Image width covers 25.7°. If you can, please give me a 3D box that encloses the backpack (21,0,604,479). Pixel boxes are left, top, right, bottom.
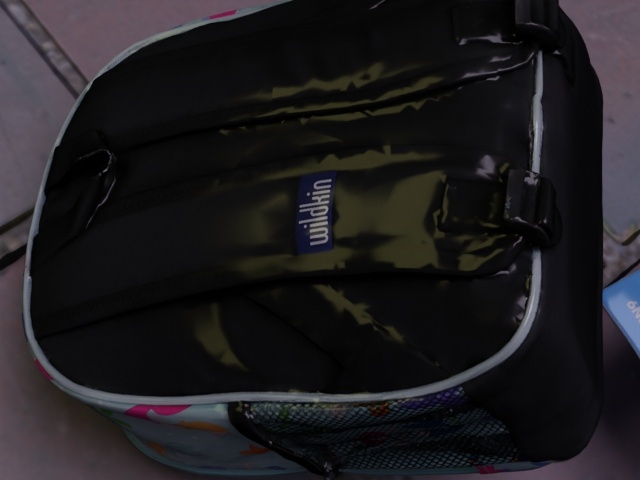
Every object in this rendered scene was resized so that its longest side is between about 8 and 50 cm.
[{"bbox_3d":[0.000,0.000,0.636,0.253,0.191,0.225,-6,59,20],"label":"backpack"}]

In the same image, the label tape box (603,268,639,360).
[{"bbox_3d":[0.321,0.081,0.777,0.347,0.115,0.249,-25,75,-26],"label":"label tape box"}]
